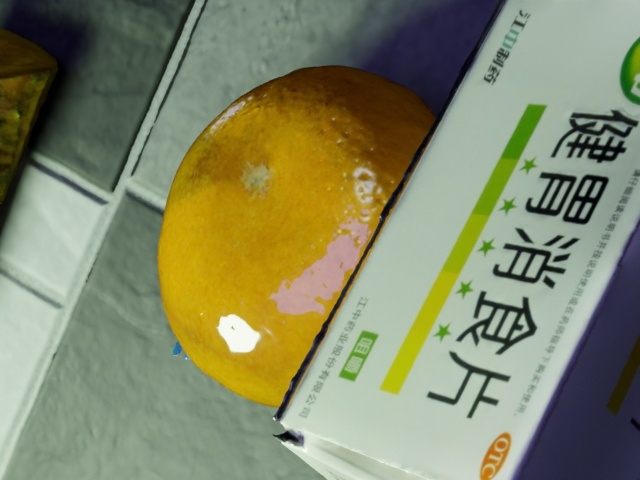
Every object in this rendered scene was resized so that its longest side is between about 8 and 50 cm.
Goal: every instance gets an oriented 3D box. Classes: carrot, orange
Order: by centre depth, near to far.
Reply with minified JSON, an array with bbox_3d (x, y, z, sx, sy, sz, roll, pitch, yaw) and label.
[{"bbox_3d":[0.000,0.000,0.884,0.240,0.171,0.240,-9,70,24],"label":"orange"},{"bbox_3d":[-0.321,-0.032,1.067,0.114,0.114,0.301,29,100,21],"label":"carrot"}]

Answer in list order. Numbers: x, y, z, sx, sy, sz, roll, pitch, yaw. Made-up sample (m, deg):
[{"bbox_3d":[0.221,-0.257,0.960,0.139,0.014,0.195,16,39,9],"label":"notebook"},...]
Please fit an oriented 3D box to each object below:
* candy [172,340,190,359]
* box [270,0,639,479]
[{"bbox_3d":[-0.041,0.069,0.983,0.136,0.038,0.088,19,84,16],"label":"candy"},{"bbox_3d":[0.136,0.024,0.732,0.173,0.145,0.332,12,67,49],"label":"box"}]
